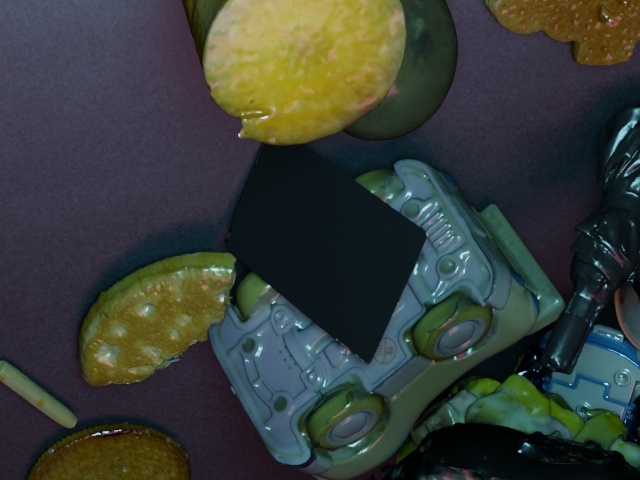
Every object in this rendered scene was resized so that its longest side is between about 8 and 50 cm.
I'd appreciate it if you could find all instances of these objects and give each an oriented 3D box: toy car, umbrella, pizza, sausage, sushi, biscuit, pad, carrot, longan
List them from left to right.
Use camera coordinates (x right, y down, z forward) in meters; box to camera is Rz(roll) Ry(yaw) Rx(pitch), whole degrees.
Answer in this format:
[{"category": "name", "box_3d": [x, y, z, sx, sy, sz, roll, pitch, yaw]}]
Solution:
[{"category": "sausage", "box_3d": [-0.333, 0.182, 2.028, 0.024, 0.024, 0.132, -36, 128, 13]}, {"category": "biscuit", "box_3d": [-0.256, 0.270, 2.118, 0.206, 0.025, 0.126, -2, 128, -16]}, {"category": "pizza", "box_3d": [-0.190, 0.083, 1.962, 0.127, 0.058, 0.246, 31, 123, -18]}, {"category": "carrot", "box_3d": [-0.047, -0.231, 1.639, 0.196, 0.254, 0.196, -10, 126, -14]}, {"category": "pad", "box_3d": [0.000, 0.000, 1.846, 0.004, 0.243, 0.164, -5, 125, -49]}, {"category": "longan", "box_3d": [0.058, -0.196, 1.760, 0.167, 0.167, 0.187, 7, 107, -21]}, {"category": "toy car", "box_3d": [0.076, 0.095, 1.948, 0.336, 0.242, 0.226, -43, 147, 16]}, {"category": "sushi", "box_3d": [0.222, 0.338, 1.997, 0.327, 0.285, 0.329, 5, 109, 8]}, {"category": "toy car", "box_3d": [0.327, 0.246, 2.171, 0.198, 0.166, 0.314, 17, 108, 14]}, {"category": "umbrella", "box_3d": [0.325, -0.007, 1.919, 0.118, 0.118, 0.340, 37, 72, -35]}, {"category": "biscuit", "box_3d": [0.321, -0.323, 1.807, 0.283, 0.043, 0.306, 0, 125, -14]}]

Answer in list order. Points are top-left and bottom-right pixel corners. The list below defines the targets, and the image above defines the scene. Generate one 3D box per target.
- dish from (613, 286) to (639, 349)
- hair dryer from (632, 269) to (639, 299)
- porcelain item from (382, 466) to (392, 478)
[{"category": "dish", "box_3d": [0.455, 0.017, 2.080, 0.260, 0.085, 0.260, -9, 124, -14]}, {"category": "hair dryer", "box_3d": [0.500, 0.055, 1.882, 0.244, 0.302, 0.116, -31, 119, 2]}, {"category": "porcelain item", "box_3d": [0.090, 0.327, 2.264, 0.136, 0.021, 0.075, -5, 124, -13]}]
